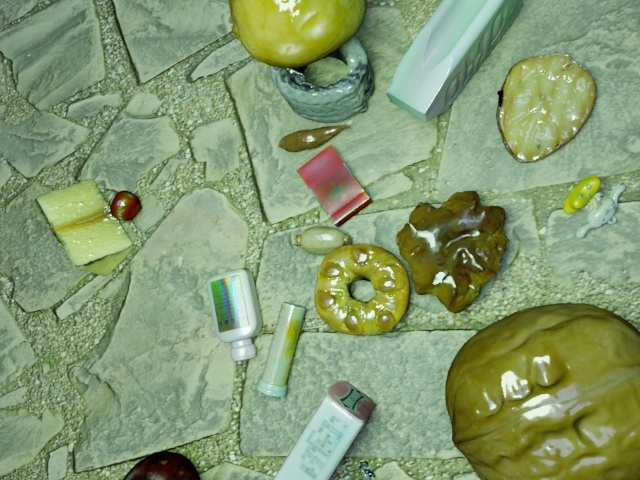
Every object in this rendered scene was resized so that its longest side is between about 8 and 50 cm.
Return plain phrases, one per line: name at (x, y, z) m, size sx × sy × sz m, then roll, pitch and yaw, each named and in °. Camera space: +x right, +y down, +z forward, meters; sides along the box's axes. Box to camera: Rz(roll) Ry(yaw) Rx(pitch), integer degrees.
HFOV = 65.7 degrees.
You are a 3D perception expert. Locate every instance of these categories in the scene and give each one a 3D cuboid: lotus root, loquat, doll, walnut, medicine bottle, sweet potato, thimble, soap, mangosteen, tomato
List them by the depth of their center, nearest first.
walnut at (0.427, 0.302, 0.918) m, size 0.397 × 0.308 × 0.354 m, roll -33°, pitch 54°, yaw 13°
loquat at (-0.050, -0.491, 1.029) m, size 0.283 × 0.276 × 0.276 m, roll -12°, pitch 80°, yaw -12°
doll at (0.576, -0.069, 1.056) m, size 0.113 × 0.071 × 0.136 m, roll 16°, pitch 95°, yaw -1°
soap at (0.295, -0.427, 1.095) m, size 0.115 × 0.208 × 0.347 m, roll 38°, pitch 95°, yaw 17°
mangosteen at (-0.376, 0.608, 1.182) m, size 0.209 × 0.210 × 0.210 m, roll -2°, pitch 83°, yaw 16°
medicine bottle at (-0.092, 0.261, 1.204) m, size 0.073 × 0.074 × 0.218 m, roll 14°, pitch 86°, yaw 17°
thimble at (0.007, -0.406, 1.204) m, size 0.245 × 0.157 × 0.217 m, roll 28°, pitch 93°, yaw 17°
lotus root at (0.000, 0.000, 1.205) m, size 0.150 × 0.073 × 0.062 m, roll -1°, pitch 40°, yaw 17°
medicine bottle at (-0.210, 0.188, 1.241) m, size 0.115 × 0.078 × 0.219 m, roll -15°, pitch 80°, yaw 12°
sweet potato at (-0.016, -0.260, 1.250) m, size 0.194 × 0.056 × 0.057 m, roll -12°, pitch 81°, yaw 11°
tomato at (-0.536, -0.094, 1.368) m, size 0.075 × 0.087 × 0.087 m, roll 27°, pitch 92°, yaw -11°

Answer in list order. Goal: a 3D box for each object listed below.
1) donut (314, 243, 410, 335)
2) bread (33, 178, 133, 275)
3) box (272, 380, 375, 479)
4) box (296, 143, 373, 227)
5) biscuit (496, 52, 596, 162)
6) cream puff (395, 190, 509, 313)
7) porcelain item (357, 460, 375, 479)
donut at (0.098, 0.113, 1.141) m, size 0.226 × 0.114 × 0.227 m, roll -2°, pitch 83°, yaw 17°
bread at (-0.666, -0.028, 1.390) m, size 0.266 × 0.178 × 0.142 m, roll 51°, pitch 130°, yaw 18°
box at (-0.026, 0.501, 1.096) m, size 0.112 × 0.190 × 0.370 m, roll 34°, pitch 93°, yaw 18°
box at (0.035, -0.135, 1.221) m, size 0.112 × 0.048 × 0.175 m, roll -36°, pitch 75°, yaw 8°
biscuit at (0.495, -0.297, 1.113) m, size 0.202 × 0.041 × 0.260 m, roll 20°, pitch 90°, yaw 14°
cream puff at (0.289, 0.023, 1.082) m, size 0.240 × 0.155 × 0.269 m, roll -5°, pitch 76°, yaw 11°
porcelain item at (0.117, 0.579, 1.130) m, size 0.075 × 0.021 × 0.136 m, roll 5°, pitch 85°, yaw 17°
